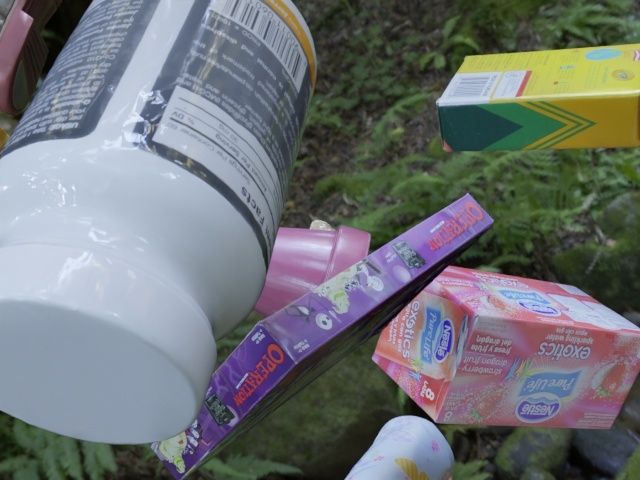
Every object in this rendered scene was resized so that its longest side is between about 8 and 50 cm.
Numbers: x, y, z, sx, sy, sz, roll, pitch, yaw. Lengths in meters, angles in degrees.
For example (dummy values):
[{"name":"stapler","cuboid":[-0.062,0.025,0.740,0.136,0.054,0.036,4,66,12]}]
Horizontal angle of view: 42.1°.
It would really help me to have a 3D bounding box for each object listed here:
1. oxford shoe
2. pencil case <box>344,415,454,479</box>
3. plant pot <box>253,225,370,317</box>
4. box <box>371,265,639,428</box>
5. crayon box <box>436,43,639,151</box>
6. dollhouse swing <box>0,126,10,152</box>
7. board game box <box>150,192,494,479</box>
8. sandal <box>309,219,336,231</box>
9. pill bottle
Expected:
[{"name":"oxford shoe","cuboid":[-0.383,-0.328,1.018,0.130,0.123,0.348,13,68,-4]},{"name":"pencil case","cuboid":[0.076,0.334,1.075,0.124,0.113,0.273,-34,-1,31]},{"name":"plant pot","cuboid":[-0.030,0.061,1.337,0.180,0.201,0.201,14,47,-1]},{"name":"box","cuboid":[0.239,0.133,1.030,0.154,0.300,0.142,40,116,54]},{"name":"crayon box","cuboid":[0.345,-0.204,1.180,0.318,0.081,0.202,1,31,24]},{"name":"dollhouse swing","cuboid":[-0.494,0.029,1.326,0.305,0.347,0.315,27,70,32]},{"name":"board game box","cuboid":[0.016,0.079,0.778,0.347,0.056,0.208,-28,-20,-49]},{"name":"sandal","cuboid":[-0.006,0.001,1.645,0.088,0.079,0.240,-10,-9,-18]},{"name":"pill bottle","cuboid":[-0.100,-0.035,0.492,0.162,0.162,0.278,-13,44,27]}]
